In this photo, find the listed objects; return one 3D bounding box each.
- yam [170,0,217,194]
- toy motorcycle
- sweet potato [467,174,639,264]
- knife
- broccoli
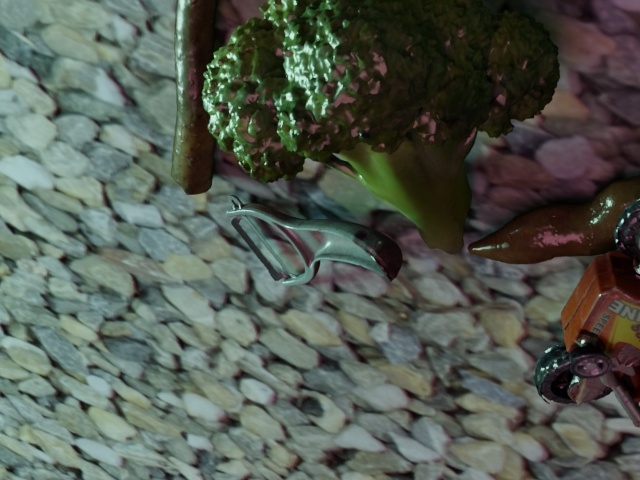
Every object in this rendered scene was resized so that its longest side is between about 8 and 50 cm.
[{"bbox_3d":[-0.114,-0.181,1.132,0.045,0.045,0.327,-2,131,-12],"label":"yam"},{"bbox_3d":[0.300,0.066,1.080,0.171,0.089,0.298,2,140,-12],"label":"toy motorcycle"},{"bbox_3d":[0.231,-0.011,1.102,0.218,0.051,0.065,-20,119,36],"label":"sweet potato"},{"bbox_3d":[0.001,-0.001,1.162,0.123,0.053,0.278,48,161,-21],"label":"knife"},{"bbox_3d":[0.072,-0.133,1.030,0.302,0.186,0.254,10,146,-44],"label":"broccoli"}]
